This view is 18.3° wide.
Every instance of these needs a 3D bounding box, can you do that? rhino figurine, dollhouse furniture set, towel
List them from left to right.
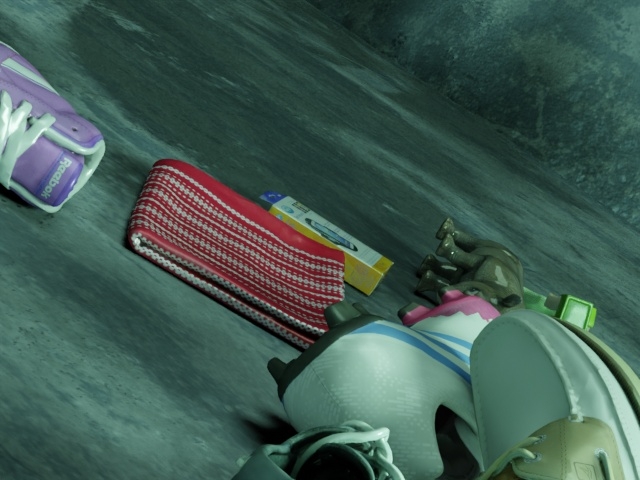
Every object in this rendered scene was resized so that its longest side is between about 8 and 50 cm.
[{"bbox_3d":[-0.061,0.010,1.627,0.199,0.031,0.275,30,11,-7],"label":"towel"},{"bbox_3d":[0.154,0.045,1.946,0.106,0.073,0.243,29,13,-2],"label":"rhino figurine"},{"bbox_3d":[0.241,0.087,2.130,0.076,0.058,0.152,20,-5,-19],"label":"dollhouse furniture set"}]

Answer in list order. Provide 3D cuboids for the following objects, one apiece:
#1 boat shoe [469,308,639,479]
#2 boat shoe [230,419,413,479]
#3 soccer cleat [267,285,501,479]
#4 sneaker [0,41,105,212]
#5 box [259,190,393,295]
[{"bbox_3d":[0.145,0.156,1.187,0.103,0.113,0.302,11,39,-33],"label":"boat shoe"},{"bbox_3d":[0.016,0.150,1.040,0.116,0.099,0.319,35,12,18],"label":"boat shoe"},{"bbox_3d":[0.073,0.117,1.371,0.143,0.116,0.331,52,18,14],"label":"soccer cleat"},{"bbox_3d":[-0.245,-0.094,1.399,0.161,0.102,0.282,40,13,21],"label":"sneaker"},{"bbox_3d":[0.000,0.000,1.843,0.136,0.028,0.081,31,11,5],"label":"box"}]
